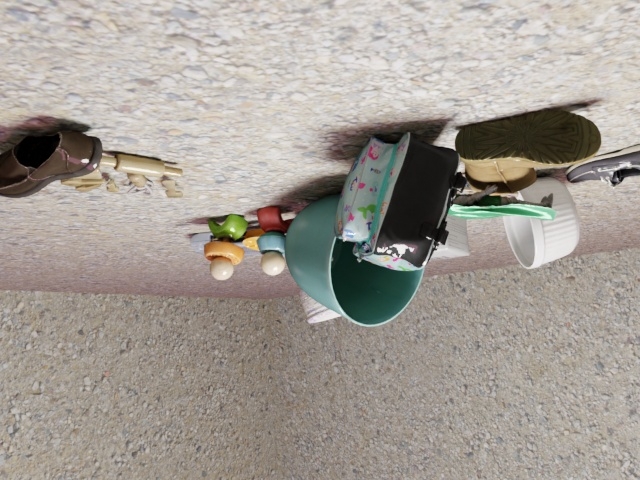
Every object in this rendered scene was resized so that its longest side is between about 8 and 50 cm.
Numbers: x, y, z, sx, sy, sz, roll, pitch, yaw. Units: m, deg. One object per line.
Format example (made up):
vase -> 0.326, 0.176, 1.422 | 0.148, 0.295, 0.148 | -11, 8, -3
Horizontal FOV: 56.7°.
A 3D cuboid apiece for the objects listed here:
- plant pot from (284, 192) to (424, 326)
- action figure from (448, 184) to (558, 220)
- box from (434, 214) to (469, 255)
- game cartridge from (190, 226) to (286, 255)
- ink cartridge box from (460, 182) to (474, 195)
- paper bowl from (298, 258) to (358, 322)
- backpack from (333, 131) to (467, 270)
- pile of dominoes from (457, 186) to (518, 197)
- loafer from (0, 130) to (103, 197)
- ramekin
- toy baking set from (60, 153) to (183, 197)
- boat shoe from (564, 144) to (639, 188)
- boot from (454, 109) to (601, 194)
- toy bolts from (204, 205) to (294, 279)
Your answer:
plant pot -> 0.058, 0.023, 1.350 | 0.293, 0.293, 0.235 | 4, -174, -39
action figure -> 0.319, -0.070, 1.139 | 0.232, 0.064, 0.137 | 2, 176, 7
box -> 0.303, -0.011, 1.678 | 0.181, 0.119, 0.182 | -11, 167, 32
game cartridge -> -0.211, 0.006, 1.750 | 0.294, 0.060, 0.196 | -5, 166, 6
ink cartridge box -> 0.371, -0.124, 1.325 | 0.115, 0.029, 0.063 | -12, 167, 41
paper bowl -> 0.077, 0.114, 1.614 | 0.284, 0.148, 0.284 | -19, 170, -4
backpack -> 0.129, -0.060, 1.058 | 0.191, 0.225, 0.253 | 18, 175, 3
pile of dominoes -> 0.306, -0.083, 1.350 | 0.251, 0.040, 0.196 | 6, 174, 11
loafer -> -0.431, -0.126, 0.887 | 0.220, 0.080, 0.078 | -14, 157, 22
ramekin -> 0.498, -0.048, 1.346 | 0.109, 0.207, 0.207 | -13, 170, 1
toy baking set -> -0.349, -0.116, 1.087 | 0.256, 0.030, 0.196 | 4, 170, -38
boat shoe -> 0.601, -0.142, 1.224 | 0.075, 0.065, 0.206 | 3, 168, -35
boot -> 0.369, -0.146, 1.068 | 0.236, 0.089, 0.269 | 5, 173, 23
toy bolts -> -0.157, 0.031, 1.504 | 0.228, 0.159, 0.218 | -13, 153, 34
